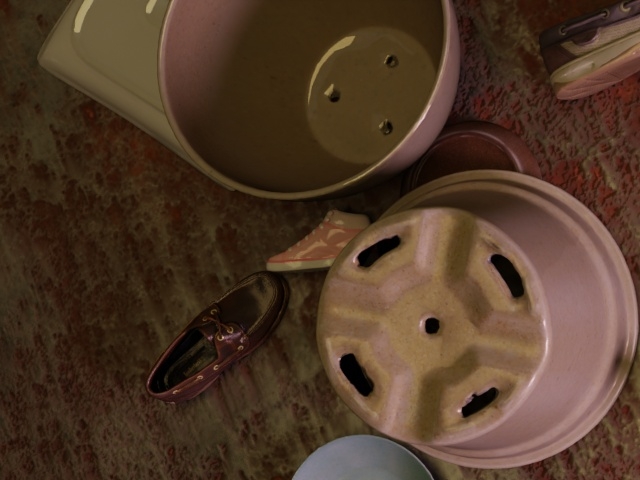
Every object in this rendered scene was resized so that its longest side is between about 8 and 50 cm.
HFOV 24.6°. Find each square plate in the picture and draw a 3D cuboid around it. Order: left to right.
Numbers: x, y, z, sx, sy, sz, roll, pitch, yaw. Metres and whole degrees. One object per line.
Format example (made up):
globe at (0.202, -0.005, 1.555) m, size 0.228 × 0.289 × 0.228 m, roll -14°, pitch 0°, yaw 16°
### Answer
square plate at (-0.155, -0.291, 1.809) m, size 0.347 × 0.049 × 0.344 m, roll 33°, pitch 96°, yaw 21°

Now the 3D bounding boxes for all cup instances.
cup at (0.019, -0.185, 1.622) m, size 0.331 × 0.237 × 0.331 m, roll -4°, pitch 79°, yaw 22°

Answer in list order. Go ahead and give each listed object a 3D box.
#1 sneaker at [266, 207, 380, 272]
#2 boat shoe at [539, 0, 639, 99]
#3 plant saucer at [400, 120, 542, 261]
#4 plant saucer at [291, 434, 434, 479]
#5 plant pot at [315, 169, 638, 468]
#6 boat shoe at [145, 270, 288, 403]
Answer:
sneaker at (0.000, 0.000, 1.709) m, size 0.134 × 0.051 × 0.070 m, roll -8°, pitch 85°, yaw 13°
boat shoe at (0.365, -0.251, 1.575) m, size 0.285 × 0.103 × 0.092 m, roll -29°, pitch 79°, yaw 22°
plant saucer at (0.167, -0.056, 1.665) m, size 0.168 × 0.029 × 0.168 m, roll -2°, pitch 83°, yaw 21°
plant saucer at (0.052, 0.317, 1.656) m, size 0.195 × 0.037 × 0.194 m, roll -3°, pitch 82°, yaw 20°
plant pot at (0.141, 0.085, 1.487) m, size 0.334 × 0.305 × 0.333 m, roll 0°, pitch 89°, yaw 17°
boat shoe at (-0.123, 0.116, 1.732) m, size 0.207 × 0.073 × 0.073 m, roll -48°, pitch 69°, yaw 8°
